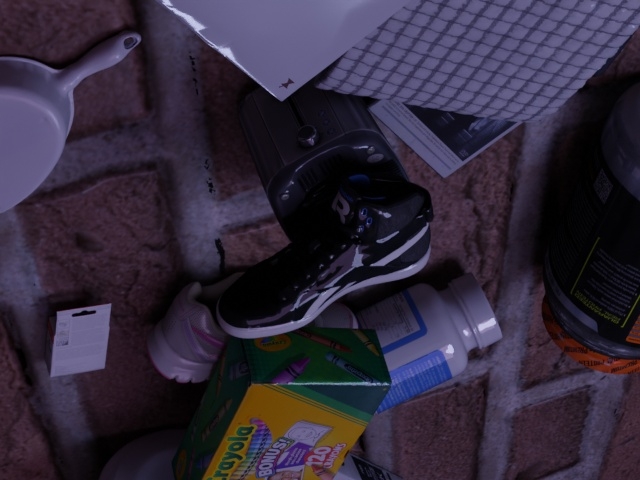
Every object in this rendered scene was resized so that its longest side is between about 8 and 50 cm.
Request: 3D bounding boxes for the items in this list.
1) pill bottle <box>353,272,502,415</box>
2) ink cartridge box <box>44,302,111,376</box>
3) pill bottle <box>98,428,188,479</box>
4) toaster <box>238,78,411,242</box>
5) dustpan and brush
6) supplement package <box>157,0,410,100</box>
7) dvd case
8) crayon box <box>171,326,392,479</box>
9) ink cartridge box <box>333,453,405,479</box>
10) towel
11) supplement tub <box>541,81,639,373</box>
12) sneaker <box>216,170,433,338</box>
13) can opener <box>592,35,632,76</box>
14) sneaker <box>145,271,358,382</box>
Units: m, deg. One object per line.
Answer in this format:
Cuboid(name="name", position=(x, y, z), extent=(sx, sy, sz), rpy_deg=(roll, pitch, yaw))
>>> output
Cuboid(name="pill bottle", position=(0.104, 0.127, 1.623), extent=(0.221, 0.124, 0.124), rpy_deg=(-25, 144, 0))
Cuboid(name="ink cartridge box", position=(-0.264, 0.100, 1.450), extent=(0.063, 0.029, 0.115), rpy_deg=(-8, 139, -22))
Cuboid(name="pill bottle", position=(-0.194, 0.461, 1.715), extent=(0.229, 0.229, 0.408), rpy_deg=(-5, 128, -26))
Cuboid(name="toaster", position=(0.010, -0.069, 1.302), extent=(0.129, 0.146, 0.227), rpy_deg=(-28, 143, 5))
Cuboid(name="dustpan and brush", position=(-0.249, -0.121, 1.171), extent=(0.211, 0.060, 0.147), rpy_deg=(-25, 132, 10))
Cuboid(name="supplement package", position=(-0.057, -0.254, 0.984), extent=(0.149, 0.203, 0.194), rpy_deg=(-36, 143, 15))
Cuboid(name="dvd case", position=(0.180, -0.175, 1.372), extent=(0.238, 0.029, 0.179), rpy_deg=(-36, 143, 14))
Cuboid(name="crayon box", position=(-0.051, 0.209, 1.504), extent=(0.165, 0.081, 0.278), rpy_deg=(3, 138, -23))
Cuboid(name="ink cartridge box", position=(-0.008, 0.370, 1.911), extent=(0.165, 0.065, 0.332), rpy_deg=(-36, 144, 14))
Cuboid(name="towel", position=(0.139, -0.224, 1.140), extent=(0.235, 0.121, 0.284), rpy_deg=(10, 151, -17))
Cuboid(name="supplement tub", position=(0.385, -0.007, 1.554), extent=(0.207, 0.207, 0.338), rpy_deg=(-8, 141, -22))
Cuboid(name="sneaker", position=(0.000, 0.000, 1.201), extent=(0.217, 0.079, 0.121), rpy_deg=(-23, 141, -17))
Cuboid(name="can opener", position=(0.312, -0.244, 1.312), extent=(0.073, 0.059, 0.186), rpy_deg=(16, 110, -40))
Cuboid(name="sneaker", position=(-0.063, 0.095, 1.501), extent=(0.252, 0.103, 0.111), rpy_deg=(-3, 140, -29))
